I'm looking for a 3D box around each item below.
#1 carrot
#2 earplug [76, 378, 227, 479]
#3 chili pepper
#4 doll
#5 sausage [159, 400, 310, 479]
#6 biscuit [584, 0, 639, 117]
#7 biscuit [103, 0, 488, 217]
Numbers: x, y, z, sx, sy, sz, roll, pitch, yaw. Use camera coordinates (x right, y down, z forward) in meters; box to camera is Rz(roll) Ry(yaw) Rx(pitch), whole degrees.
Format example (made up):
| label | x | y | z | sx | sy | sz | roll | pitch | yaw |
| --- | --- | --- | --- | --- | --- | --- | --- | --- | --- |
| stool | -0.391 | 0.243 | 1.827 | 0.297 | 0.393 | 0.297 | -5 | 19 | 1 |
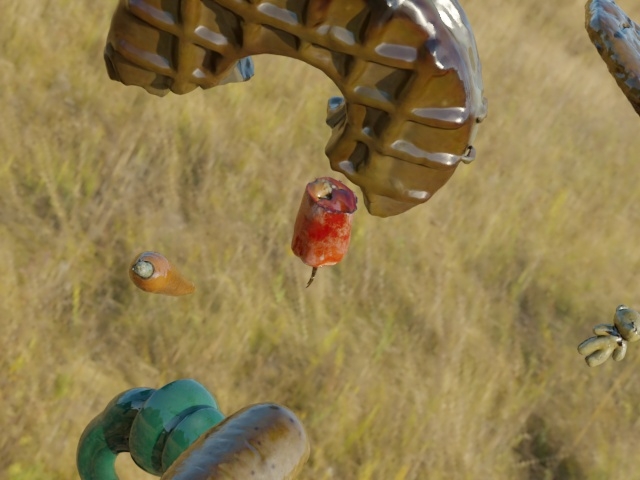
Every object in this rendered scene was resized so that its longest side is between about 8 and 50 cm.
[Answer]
| label | x | y | z | sx | sy | sz | roll | pitch | yaw |
| --- | --- | --- | --- | --- | --- | --- | --- | --- | --- |
| carrot | -0.262 | 0.063 | 1.886 | 0.069 | 0.069 | 0.336 | 32 | -3 | 9 |
| earplug | -0.258 | 0.337 | 1.775 | 0.280 | 0.257 | 0.164 | 18 | -14 | 39 |
| chili pepper | 0.000 | 0.000 | 1.728 | 0.084 | 0.192 | 0.086 | -3 | 37 | -26 |
| doll | 0.400 | 0.133 | 1.530 | 0.061 | 0.093 | 0.051 | 51 | 23 | -11 |
| sausage | -0.169 | 0.357 | 1.321 | 0.136 | 0.123 | 0.501 | 59 | 41 | -15 |
| biscuit | 0.477 | -0.192 | 1.541 | 0.359 | 0.046 | 0.359 | 39 | 29 | -27 |
| biscuit | -0.009 | -0.178 | 1.045 | 0.366 | 0.268 | 0.115 | 22 | 49 | -6 |
